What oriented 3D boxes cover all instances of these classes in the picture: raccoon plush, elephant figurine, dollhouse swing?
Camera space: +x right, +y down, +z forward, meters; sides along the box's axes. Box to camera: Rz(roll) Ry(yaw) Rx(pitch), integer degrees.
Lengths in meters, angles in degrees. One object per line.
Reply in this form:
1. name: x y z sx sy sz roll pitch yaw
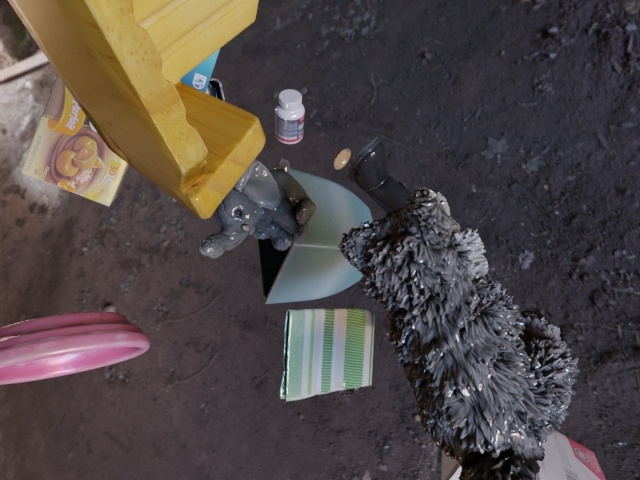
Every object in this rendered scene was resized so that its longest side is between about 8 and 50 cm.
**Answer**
1. raccoon plush: 0.163 0.130 0.556 0.216 0.299 0.446 -35 22 15
2. elephant figurine: -0.135 -0.071 0.918 0.186 0.240 0.169 42 111 37
3. dollhouse swing: -0.124 -0.276 0.441 0.305 0.346 0.315 -40 48 -21

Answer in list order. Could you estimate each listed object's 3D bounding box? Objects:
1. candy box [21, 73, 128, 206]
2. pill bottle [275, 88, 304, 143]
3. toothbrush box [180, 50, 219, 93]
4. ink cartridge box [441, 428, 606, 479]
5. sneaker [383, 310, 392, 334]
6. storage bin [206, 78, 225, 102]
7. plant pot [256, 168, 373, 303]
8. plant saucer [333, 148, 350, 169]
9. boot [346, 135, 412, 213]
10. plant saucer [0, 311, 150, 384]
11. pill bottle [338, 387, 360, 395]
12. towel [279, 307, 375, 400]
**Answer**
1. candy box: -0.474 -0.253 1.024 0.316 0.183 0.087 -63 21 10
2. pill bottle: -0.112 -0.452 1.767 0.108 0.180 0.107 2 54 -3
3. toothbrush box: -0.227 -0.459 0.907 0.216 0.126 0.295 -107 37 -57
4. ink cartridge box: 0.373 0.421 0.897 0.283 0.207 0.117 29 110 5
5. sneaker: 0.274 0.215 1.364 0.236 0.105 0.095 -39 37 43
6. storage bin: -0.348 -0.380 1.437 0.084 0.122 0.180 29 131 61
7. plant pot: 0.000 0.000 1.202 0.247 0.253 0.246 118 150 -45
8. plant saucer: 0.073 -0.290 1.705 0.015 0.083 0.083 40 98 26
9. boot: 0.309 -0.168 1.849 0.146 0.367 0.445 -43 85 -5
10. plant saucer: -0.524 0.214 0.977 0.332 0.332 0.084 -24 72 30
11. pill bottle: 0.058 0.499 1.845 0.219 0.123 0.122 7 74 61
12. towel: 0.030 0.315 1.383 0.038 0.325 0.247 3 89 51
